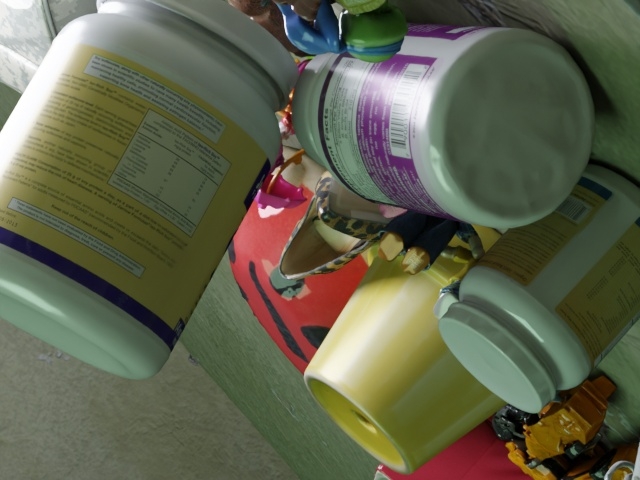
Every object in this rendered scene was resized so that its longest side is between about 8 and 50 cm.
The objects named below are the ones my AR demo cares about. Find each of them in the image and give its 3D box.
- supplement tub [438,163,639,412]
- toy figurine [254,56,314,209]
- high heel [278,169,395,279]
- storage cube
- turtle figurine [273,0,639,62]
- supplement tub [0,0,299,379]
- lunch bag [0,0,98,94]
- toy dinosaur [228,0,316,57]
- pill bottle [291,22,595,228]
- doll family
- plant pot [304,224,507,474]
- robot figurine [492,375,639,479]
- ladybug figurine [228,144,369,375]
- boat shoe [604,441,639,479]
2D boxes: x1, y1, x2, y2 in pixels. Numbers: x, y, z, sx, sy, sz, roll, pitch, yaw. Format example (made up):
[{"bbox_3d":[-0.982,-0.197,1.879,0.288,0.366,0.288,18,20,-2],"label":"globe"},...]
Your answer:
[{"bbox_3d":[0.217,0.043,1.703,0.144,0.200,0.144,41,165,14],"label":"supplement tub"},{"bbox_3d":[-0.028,-0.110,2.009,0.130,0.159,0.173,30,159,43],"label":"toy figurine"},{"bbox_3d":[0.000,0.000,1.978,0.093,0.186,0.261,50,-162,5],"label":"high heel"},{"bbox_3d":[0.196,0.309,2.485,0.183,0.193,0.215,41,166,11],"label":"storage cube"},{"bbox_3d":[0.082,-0.279,1.383,0.198,0.274,0.266,-101,1,-62],"label":"turtle figurine"},{"bbox_3d":[-0.184,-0.063,1.773,0.241,0.331,0.241,27,167,7],"label":"supplement tub"},{"bbox_3d":[-0.308,-0.303,2.118,0.305,0.212,0.256,31,161,38],"label":"lunch bag"},{"bbox_3d":[-0.048,-0.245,1.790,0.200,0.127,0.296,19,158,43],"label":"toy dinosaur"},{"bbox_3d":[0.095,-0.109,1.673,0.169,0.169,0.301,51,164,-24],"label":"pill bottle"},{"bbox_3d":[0.137,0.000,1.898,0.263,0.163,0.118,43,128,6],"label":"doll family"},{"bbox_3d":[0.119,0.121,2.096,0.254,0.239,0.254,40,165,13],"label":"plant pot"},{"bbox_3d":[0.310,0.248,2.230,0.211,0.085,0.291,44,164,0],"label":"robot figurine"},{"bbox_3d":[0.009,0.060,2.360,0.305,0.162,0.449,31,160,41],"label":"ladybug figurine"},{"bbox_3d":[0.348,0.264,1.858,0.156,0.136,0.367,-140,47,-59],"label":"boat shoe"}]
